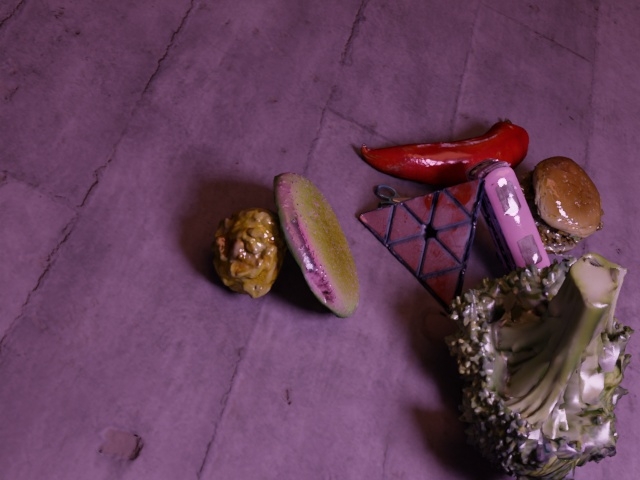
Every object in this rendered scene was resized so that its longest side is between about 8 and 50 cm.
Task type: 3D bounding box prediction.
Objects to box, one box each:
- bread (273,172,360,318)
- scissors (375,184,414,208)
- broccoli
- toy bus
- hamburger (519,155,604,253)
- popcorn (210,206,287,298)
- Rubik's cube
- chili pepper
[{"bbox_3d":[0.000,0.000,1.603,0.228,0.033,0.228,55,20,-31],"label":"bread"},{"bbox_3d":[0.144,-0.060,1.844,0.119,0.014,0.058,7,53,-22],"label":"scissors"},{"bbox_3d":[0.287,0.154,1.564,0.249,0.302,0.375,7,40,28],"label":"broccoli"},{"bbox_3d":[0.294,-0.029,1.794,0.063,0.090,0.203,-27,103,-8],"label":"toy bus"},{"bbox_3d":[0.402,-0.057,1.914,0.185,0.131,0.159,8,52,-31],"label":"hamburger"},{"bbox_3d":[-0.099,0.011,1.559,0.106,0.120,0.116,25,44,8],"label":"popcorn"},{"bbox_3d":[0.220,-0.033,1.786,0.211,0.190,0.178,49,28,9],"label":"Rubik's cube"},{"bbox_3d":[0.245,-0.153,1.939,0.368,0.092,0.137,-12,49,-41],"label":"chili pepper"}]
